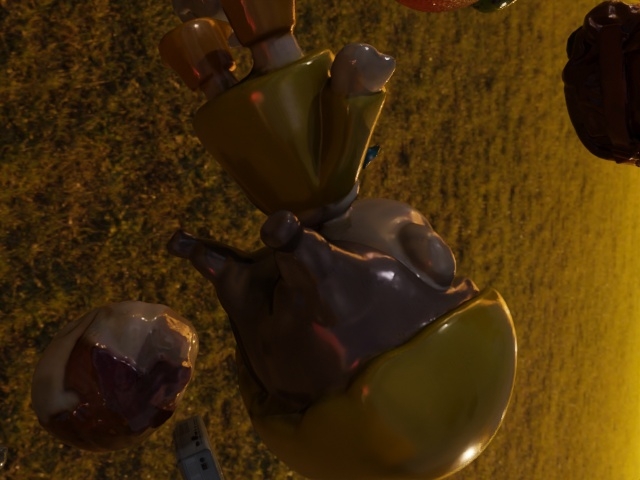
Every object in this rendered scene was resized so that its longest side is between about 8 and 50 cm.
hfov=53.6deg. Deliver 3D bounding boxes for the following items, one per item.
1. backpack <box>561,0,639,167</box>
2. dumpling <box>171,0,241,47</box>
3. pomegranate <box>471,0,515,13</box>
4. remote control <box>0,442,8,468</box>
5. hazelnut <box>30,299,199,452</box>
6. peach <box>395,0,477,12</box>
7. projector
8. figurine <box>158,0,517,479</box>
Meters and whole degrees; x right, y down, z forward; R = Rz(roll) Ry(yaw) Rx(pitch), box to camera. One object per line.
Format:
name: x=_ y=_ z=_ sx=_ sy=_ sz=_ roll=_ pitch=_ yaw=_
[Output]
backpack: x=0.413 y=-0.188 z=0.795 sx=0.139 sy=0.229 sz=0.229 roll=-49 pitch=134 yaw=-39
dumpling: x=-0.081 y=-0.196 z=0.528 sx=0.052 sy=0.076 sz=0.057 roll=63 pitch=-20 yaw=20
pomegranate: x=0.336 y=-0.537 z=1.298 sx=0.122 sy=0.169 sz=0.143 roll=-53 pitch=129 yaw=-43
remote control: x=-0.523 y=0.296 z=0.900 sx=0.090 sy=0.309 sz=0.038 roll=4 pitch=80 yaw=-38
hazelnut: x=-0.315 y=0.217 z=1.012 sx=0.241 sy=0.261 sz=0.261 roll=60 pitch=39 yaw=-22
peach: x=0.125 y=-0.304 z=0.620 sx=0.154 sy=0.158 sz=0.267 roll=47 pitch=60 yaw=-17
projector: x=-0.197 y=0.383 z=1.047 sx=0.115 sy=0.061 sz=0.147 roll=-138 pitch=-148 yaw=-68
figurine: x=0.000 y=0.000 z=0.433 sx=0.187 sy=0.215 sz=0.344 roll=-26 pitch=96 yaw=-24
